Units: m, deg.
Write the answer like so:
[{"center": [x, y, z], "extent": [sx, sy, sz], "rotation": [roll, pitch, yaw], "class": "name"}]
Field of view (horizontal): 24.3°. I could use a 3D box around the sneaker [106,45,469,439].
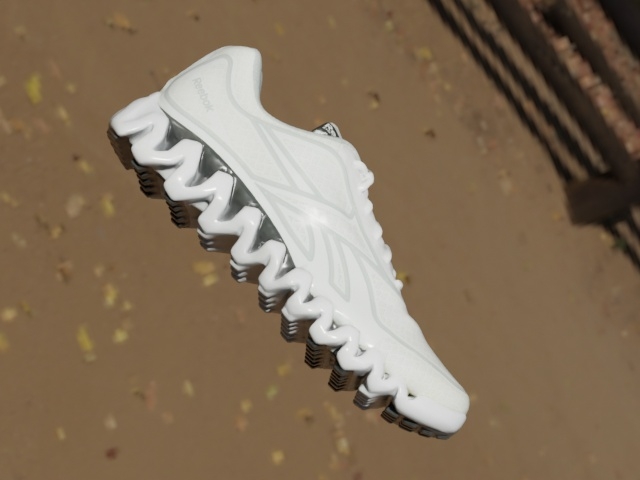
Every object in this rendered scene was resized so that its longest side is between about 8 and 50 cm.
[{"center": [0.000, 0.000, 0.931], "extent": [0.292, 0.118, 0.110], "rotation": [48, -12, 2], "class": "sneaker"}]
